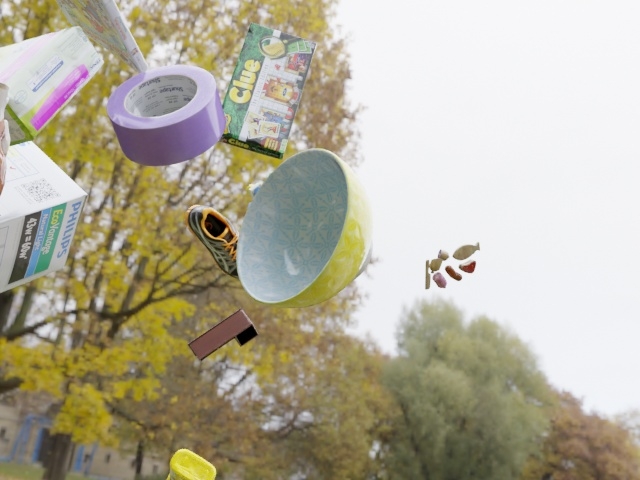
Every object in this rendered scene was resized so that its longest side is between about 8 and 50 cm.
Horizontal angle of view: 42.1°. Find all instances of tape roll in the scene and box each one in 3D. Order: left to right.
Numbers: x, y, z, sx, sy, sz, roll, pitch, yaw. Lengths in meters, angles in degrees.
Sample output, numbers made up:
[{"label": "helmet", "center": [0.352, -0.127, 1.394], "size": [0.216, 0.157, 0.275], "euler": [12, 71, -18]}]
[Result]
[{"label": "tape roll", "center": [-0.261, -0.215, 1.417], "size": [0.189, 0.189, 0.080], "euler": [3, -45, 15]}]

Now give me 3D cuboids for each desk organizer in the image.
[{"label": "desk organizer", "center": [-0.194, 0.199, 1.671], "size": [0.050, 0.130, 0.047], "euler": [46, -15, 39]}]

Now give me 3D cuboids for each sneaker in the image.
[{"label": "sneaker", "center": [-0.199, 0.008, 1.770], "size": [0.215, 0.084, 0.083], "euler": [43, -23, -15]}]

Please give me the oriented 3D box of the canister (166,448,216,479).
[{"label": "canister", "center": [-0.329, 0.607, 2.134], "size": [0.126, 0.073, 0.170], "euler": [30, -31, 7]}]

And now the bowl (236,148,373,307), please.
[{"label": "bowl", "center": [0.000, 0.000, 1.471], "size": [0.156, 0.289, 0.289], "euler": [27, -27, -38]}]

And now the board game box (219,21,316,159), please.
[{"label": "board game box", "center": [-0.102, -0.282, 1.550], "size": [0.136, 0.259, 0.030], "euler": [15, -25, -2]}]

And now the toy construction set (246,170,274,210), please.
[{"label": "toy construction set", "center": [-0.079, -0.061, 2.232], "size": [0.151, 0.215, 0.327], "euler": [29, -23, 26]}]

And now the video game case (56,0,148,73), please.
[{"label": "video game case", "center": [-0.430, -0.427, 1.531], "size": [0.227, 0.026, 0.206], "euler": [36, -16, 23]}]

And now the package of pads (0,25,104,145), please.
[{"label": "package of pads", "center": [-0.554, -0.252, 1.449], "size": [0.296, 0.229, 0.101], "euler": [-4, -48, 35]}]

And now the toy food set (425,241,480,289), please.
[{"label": "toy food set", "center": [0.229, 0.047, 1.470], "size": [0.122, 0.078, 0.019], "euler": [-12, 22, -29]}]

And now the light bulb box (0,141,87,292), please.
[{"label": "light bulb box", "center": [-0.747, -0.073, 1.700], "size": [0.358, 0.361, 0.225], "euler": [41, -54, 17]}]

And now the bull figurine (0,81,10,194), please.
[{"label": "bull figurine", "center": [-0.474, -0.153, 1.051], "size": [0.101, 0.188, 0.310], "euler": [4, -22, -3]}]
